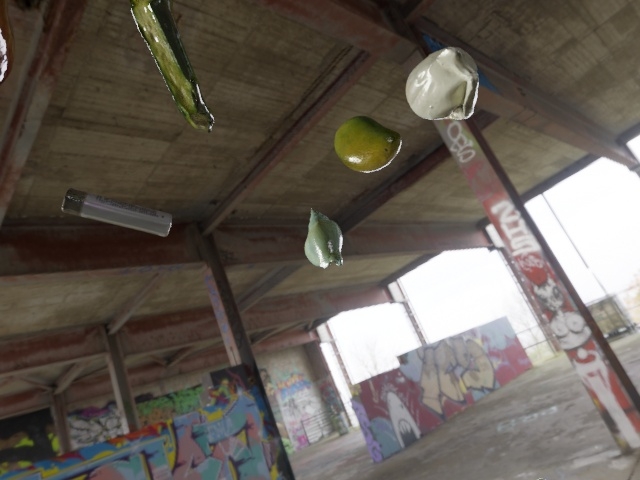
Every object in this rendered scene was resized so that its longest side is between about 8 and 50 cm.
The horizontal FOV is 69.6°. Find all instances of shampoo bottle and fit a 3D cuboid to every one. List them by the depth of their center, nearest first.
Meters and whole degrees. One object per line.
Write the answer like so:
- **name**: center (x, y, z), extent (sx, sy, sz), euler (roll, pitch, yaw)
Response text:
- **shampoo bottle**: center (-0.465, -0.063, 1.066), extent (0.228, 0.055, 0.086), euler (15, 8, -24)

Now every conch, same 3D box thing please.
- **conch**: center (-0.002, -0.005, 0.929), extent (0.088, 0.180, 0.065), euler (-30, -46, 10)

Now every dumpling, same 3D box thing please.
- **dumpling**: center (0.225, -0.276, 0.835), extent (0.118, 0.136, 0.199), euler (-37, -1, -5)

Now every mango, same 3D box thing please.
- **mango**: center (0.099, -0.219, 1.055), extent (0.086, 0.191, 0.122), euler (30, -79, -38)

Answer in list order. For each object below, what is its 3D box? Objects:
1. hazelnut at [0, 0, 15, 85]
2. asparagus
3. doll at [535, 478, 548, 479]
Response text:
- **hazelnut**: center (-0.610, -0.351, 0.758), extent (0.217, 0.217, 0.251), euler (-8, -22, -38)
- **asparagus**: center (-0.097, -0.120, 0.315), extent (0.025, 0.021, 0.108), euler (-1, -50, 20)
- **doll**: center (0.568, 0.610, 0.778), extent (0.161, 0.422, 0.348), euler (-37, 24, -28)
